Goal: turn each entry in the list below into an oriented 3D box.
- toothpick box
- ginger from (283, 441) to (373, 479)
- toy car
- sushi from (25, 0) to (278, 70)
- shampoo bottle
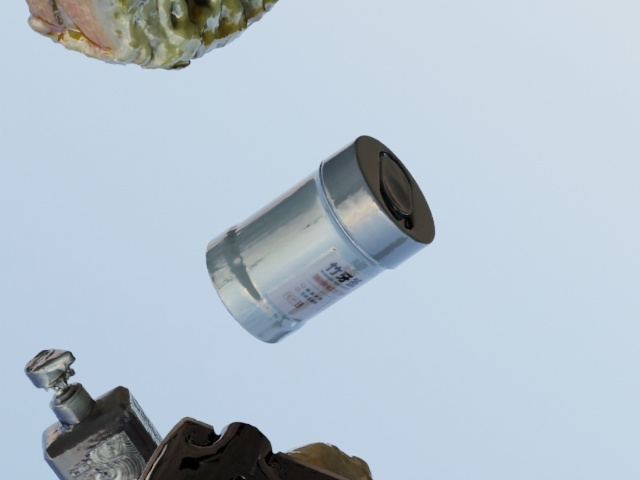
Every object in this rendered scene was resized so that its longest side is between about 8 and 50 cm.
[{"bbox_3d":[0.000,0.000,1.492,0.101,0.153,0.101,43,-154,-28],"label":"toothpick box"},{"bbox_3d":[-0.041,0.218,1.649,0.193,0.115,0.123,27,-121,-21],"label":"ginger"},{"bbox_3d":[-0.001,0.176,0.983,0.209,0.108,0.089,20,-133,8],"label":"toy car"},{"bbox_3d":[-0.121,-0.253,1.594,0.139,0.184,0.274,19,-147,31],"label":"sushi"},{"bbox_3d":[-0.185,0.230,1.844,0.309,0.098,0.071,58,-175,-21],"label":"shampoo bottle"}]
